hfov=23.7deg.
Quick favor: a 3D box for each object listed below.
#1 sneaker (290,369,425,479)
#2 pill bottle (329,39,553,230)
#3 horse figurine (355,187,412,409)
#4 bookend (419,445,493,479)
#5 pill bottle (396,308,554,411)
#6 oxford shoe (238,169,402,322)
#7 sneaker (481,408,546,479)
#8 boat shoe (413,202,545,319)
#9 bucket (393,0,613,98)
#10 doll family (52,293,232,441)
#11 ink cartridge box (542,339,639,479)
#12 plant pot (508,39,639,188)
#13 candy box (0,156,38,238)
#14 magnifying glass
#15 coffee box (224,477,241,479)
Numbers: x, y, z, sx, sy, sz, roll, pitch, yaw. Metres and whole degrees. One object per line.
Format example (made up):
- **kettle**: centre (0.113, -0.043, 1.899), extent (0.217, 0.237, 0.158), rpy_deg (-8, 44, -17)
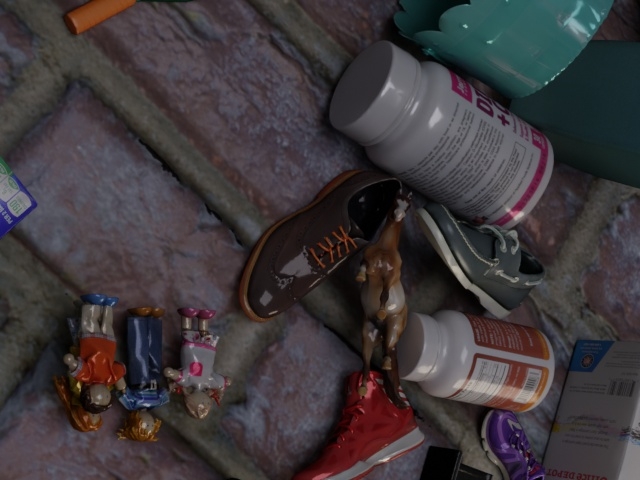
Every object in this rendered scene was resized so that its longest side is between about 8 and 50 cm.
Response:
- **sneaker**: centre (0.030, 0.247, 2.009), extent (0.221, 0.087, 0.128), rpy_deg (-21, 91, -42)
- **pill bottle**: centre (0.161, -0.140, 2.040), extent (0.283, 0.160, 0.160), rpy_deg (30, 74, -27)
- **horse figurine**: centre (0.081, 0.086, 1.963), extent (0.174, 0.066, 0.263), rpy_deg (-71, 160, -58)
- **bookend**: centre (0.208, 0.384, 2.104), extent (0.157, 0.072, 0.156), rpy_deg (25, 76, -28)
- **pill bottle**: centre (0.203, 0.160, 2.079), extent (0.216, 0.121, 0.121), rpy_deg (14, 81, -29)
- **oxford shoe**: centre (0.000, 0.000, 1.976), extent (0.271, 0.098, 0.097), rpy_deg (-49, 111, -23)
- **sneaker**: centre (0.286, 0.308, 2.154), extent (0.068, 0.071, 0.170), rpy_deg (-31, 103, -28)
- **boat shoe**: centre (0.216, 0.010, 2.023), extent (0.099, 0.116, 0.319), rpy_deg (-36, 149, 8)
- **bucket**: centre (0.251, -0.337, 2.034), extent (0.183, 0.281, 0.281), rpy_deg (35, 72, -20)
- **doll family**: centre (-0.233, 0.160, 1.842), extent (0.263, 0.118, 0.163), rpy_deg (11, 76, -48)
- **ink cartridge box**: centre (0.451, 0.280, 2.195), extent (0.168, 0.171, 0.233), rpy_deg (25, 77, -28)
- **plant pot**: centre (0.394, -0.185, 2.132), extent (0.166, 0.234, 0.165), rpy_deg (-71, 156, -12)
- **candy box**: centre (-0.510, -0.038, 1.609), extent (0.317, 0.122, 0.268), rpy_deg (-45, 111, -22)
- **magnifying glass**: centre (-0.218, -0.318, 1.899), extent (0.231, 0.026, 0.092), rpy_deg (-33, 105, -26)
- **coffee box**: centre (-0.131, 0.405, 1.919), extent (0.113, 0.040, 0.184), rpy_deg (-18, 97, -29)
